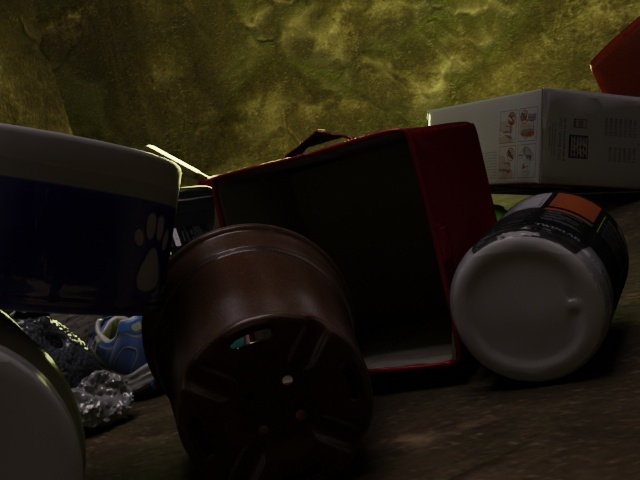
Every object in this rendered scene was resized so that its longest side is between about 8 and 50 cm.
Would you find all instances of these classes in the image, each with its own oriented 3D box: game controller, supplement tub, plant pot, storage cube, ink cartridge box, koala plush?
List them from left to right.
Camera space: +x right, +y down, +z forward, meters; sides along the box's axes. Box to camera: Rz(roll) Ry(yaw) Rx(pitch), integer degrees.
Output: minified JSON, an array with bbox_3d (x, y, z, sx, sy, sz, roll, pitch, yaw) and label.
[{"bbox_3d":[-0.257,0.130,0.637,0.191,0.191,0.272,-19,8,-21],"label":"supplement tub"},{"bbox_3d":[-0.304,0.133,0.923,0.196,0.203,0.221,5,-1,45],"label":"koala plush"},{"bbox_3d":[-0.205,0.006,1.514,0.167,0.067,0.319,-2,31,-17],"label":"game controller"},{"bbox_3d":[-0.041,0.088,0.691,0.167,0.166,0.165,-16,16,-6],"label":"plant pot"},{"bbox_3d":[0.047,0.006,0.871,0.184,0.214,0.193,-13,2,26],"label":"storage cube"},{"bbox_3d":[0.179,0.027,0.780,0.117,0.116,0.190,-12,8,25],"label":"supplement tub"},{"bbox_3d":[0.344,-0.132,1.437,0.272,0.130,0.309,2,1,-22],"label":"ink cartridge box"},{"bbox_3d":[0.627,-0.285,1.698,0.236,0.267,0.267,-25,0,39],"label":"plant pot"}]

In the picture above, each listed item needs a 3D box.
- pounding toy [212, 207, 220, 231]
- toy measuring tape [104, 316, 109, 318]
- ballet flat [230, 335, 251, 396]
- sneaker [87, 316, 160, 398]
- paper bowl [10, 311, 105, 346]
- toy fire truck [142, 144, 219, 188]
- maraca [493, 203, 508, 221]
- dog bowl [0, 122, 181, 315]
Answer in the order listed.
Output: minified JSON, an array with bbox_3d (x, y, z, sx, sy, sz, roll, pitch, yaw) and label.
[{"bbox_3d":[-0.099,0.025,1.147,0.270,0.154,0.155,-19,13,48],"label":"pounding toy"},{"bbox_3d":[-0.267,0.044,1.577,0.330,0.121,0.121,-16,8,-5],"label":"toy measuring tape"},{"bbox_3d":[-0.067,0.097,0.935,0.087,0.083,0.247,-1,11,4],"label":"ballet flat"},{"bbox_3d":[-0.211,0.114,1.076,0.080,0.081,0.211,-22,8,-29],"label":"sneaker"},{"bbox_3d":[-0.434,0.111,1.308,0.284,0.148,0.284,-14,8,2],"label":"paper bowl"},{"bbox_3d":[-0.225,-0.073,1.825,0.159,0.246,0.217,-17,8,-15],"label":"toy fire truck"},{"bbox_3d":[0.184,-0.042,1.367,0.186,0.099,0.127,10,22,5],"label":"maraca"},{"bbox_3d":[-0.231,-0.015,0.659,0.265,0.104,0.265,6,-2,0],"label":"dog bowl"}]
